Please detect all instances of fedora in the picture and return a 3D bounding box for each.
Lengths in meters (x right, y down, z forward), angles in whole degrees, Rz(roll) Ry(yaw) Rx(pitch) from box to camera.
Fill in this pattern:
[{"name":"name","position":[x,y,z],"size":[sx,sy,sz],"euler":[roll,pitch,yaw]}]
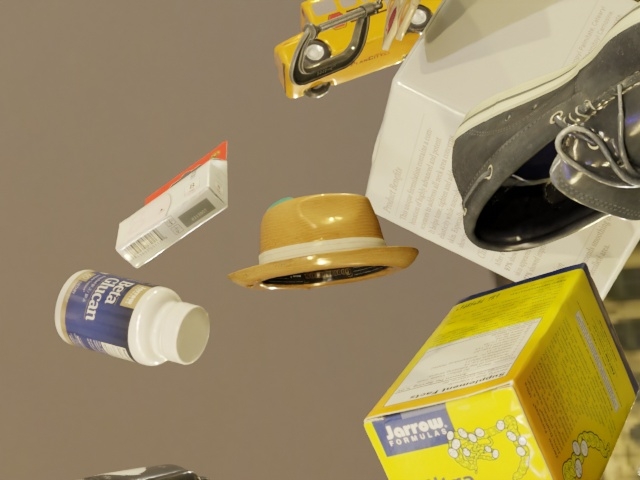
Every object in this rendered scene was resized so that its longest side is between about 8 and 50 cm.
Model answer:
[{"name":"fedora","position":[0.000,0.000,1.319],"size":[0.194,0.194,0.079],"euler":[14,-111,-67]}]

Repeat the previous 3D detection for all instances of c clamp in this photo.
[{"name":"c clamp","position":[0.021,-0.266,1.710],"size":[0.160,0.022,0.137],"euler":[-32,-30,-34]}]

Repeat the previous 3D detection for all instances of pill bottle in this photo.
[{"name":"pill bottle","position":[-0.219,0.094,1.578],"size":[0.094,0.169,0.094],"euler":[-32,-52,-55]}]

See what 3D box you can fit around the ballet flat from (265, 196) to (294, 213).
[{"name":"ballet flat","position":[-0.038,-0.002,1.741],"size":[0.188,0.070,0.070],"euler":[-100,-2,-73]}]

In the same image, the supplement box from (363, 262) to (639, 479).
[{"name":"supplement box","position":[0.230,0.199,1.618],"size":[0.195,0.194,0.356],"euler":[65,-149,-10]}]

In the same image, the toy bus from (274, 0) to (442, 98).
[{"name":"toy bus","position":[0.081,-0.349,2.194],"size":[0.108,0.332,0.130],"euler":[89,159,-66]}]

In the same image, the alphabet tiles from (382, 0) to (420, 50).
[{"name":"alphabet tiles","position":[0.149,-0.425,1.743],"size":[0.285,0.011,0.342],"euler":[-82,13,-48]}]

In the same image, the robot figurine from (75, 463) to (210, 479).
[{"name":"robot figurine","position":[-0.254,0.390,1.800],"size":[0.278,0.173,0.209],"euler":[-1,-77,-45]}]

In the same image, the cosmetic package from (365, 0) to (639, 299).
[{"name":"cosmetic package","position":[0.318,-0.162,1.959],"size":[0.327,0.393,0.329],"euler":[-58,-9,-29]}]

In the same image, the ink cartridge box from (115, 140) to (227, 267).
[{"name":"ink cartridge box","position":[-0.238,-0.076,2.179],"size":[0.066,0.189,0.232],"euler":[47,-162,-30]}]

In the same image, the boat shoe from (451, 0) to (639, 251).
[{"name":"boat shoe","position":[0.296,-0.102,1.268],"size":[0.187,0.500,0.156],"euler":[22,-115,-25]}]

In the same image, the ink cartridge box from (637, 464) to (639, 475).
[{"name":"ink cartridge box","position":[0.625,0.336,1.740],"size":[0.309,0.272,0.130],"euler":[43,-119,-17]}]
